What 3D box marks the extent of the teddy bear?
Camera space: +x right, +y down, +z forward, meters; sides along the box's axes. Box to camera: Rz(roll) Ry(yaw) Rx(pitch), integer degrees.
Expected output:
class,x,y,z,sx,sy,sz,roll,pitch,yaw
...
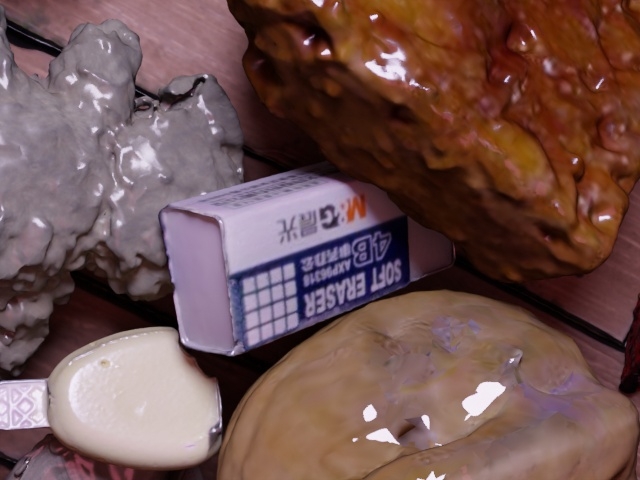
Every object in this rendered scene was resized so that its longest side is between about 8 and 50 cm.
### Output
class,x,y,z,sx,sy,sz,roll,pitch,yaw
teddy bear,-0.238,-0.039,0.857,0.368,0.224,0.357,19,87,-25

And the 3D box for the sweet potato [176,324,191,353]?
class,x,y,z,sx,sy,sz,roll,pitch,yaw
sweet potato,-0.101,0.073,0.944,0.153,0.038,0.041,-38,75,-5

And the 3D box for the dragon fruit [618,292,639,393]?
class,x,y,z,sx,sy,sz,roll,pitch,yaw
dragon fruit,0.421,0.138,1.008,0.192,0.092,0.122,25,88,-10

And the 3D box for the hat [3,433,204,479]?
class,x,y,z,sx,sy,sz,roll,pitch,yaw
hat,-0.193,0.288,0.893,0.214,0.149,0.244,-25,86,-8

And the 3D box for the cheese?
class,x,y,z,sx,sy,sz,roll,pitch,yaw
cheese,-0.211,0.135,0.811,0.255,0.050,0.127,3,70,-22

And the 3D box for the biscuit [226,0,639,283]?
class,x,y,z,sx,sy,sz,roll,pitch,yaw
biscuit,0.124,-0.180,0.850,0.395,0.166,0.342,41,56,-9

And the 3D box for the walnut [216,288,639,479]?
class,x,y,z,sx,sy,sz,roll,pitch,yaw
walnut,0.093,0.230,0.819,0.384,0.383,0.383,0,92,-10

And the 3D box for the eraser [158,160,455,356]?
class,x,y,z,sx,sy,sz,roll,pitch,yaw
eraser,0.000,0.000,0.866,0.287,0.086,0.130,-17,107,-41
